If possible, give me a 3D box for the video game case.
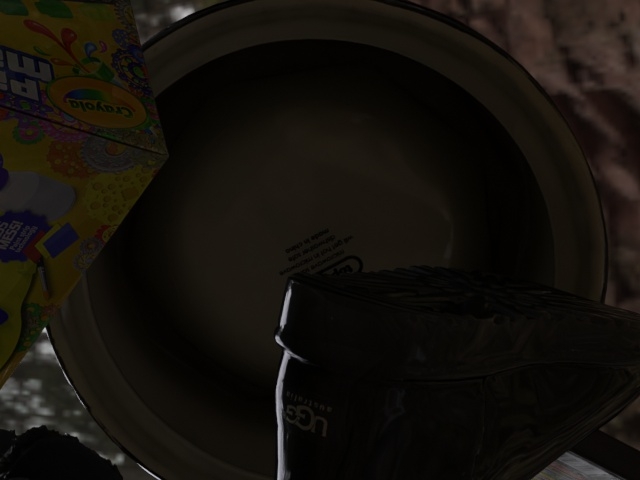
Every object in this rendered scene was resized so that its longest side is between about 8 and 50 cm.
[{"bbox_3d":[0.273,0.237,1.727,0.275,0.248,0.035,27,-106,-10],"label":"video game case"}]

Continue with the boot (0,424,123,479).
[{"bbox_3d":[-0.202,0.238,1.297,0.207,0.247,0.094,-47,-34,-53],"label":"boot"}]

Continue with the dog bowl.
[{"bbox_3d":[0.000,0.000,1.261,0.150,0.408,0.408,-89,-20,-72],"label":"dog bowl"}]

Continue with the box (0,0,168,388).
[{"bbox_3d":[-0.252,-0.065,0.949,0.177,0.290,0.279,16,-141,-32],"label":"box"}]

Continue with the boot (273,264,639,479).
[{"bbox_3d":[0.053,0.245,1.044,0.367,0.146,0.445,3,-80,-51],"label":"boot"}]
